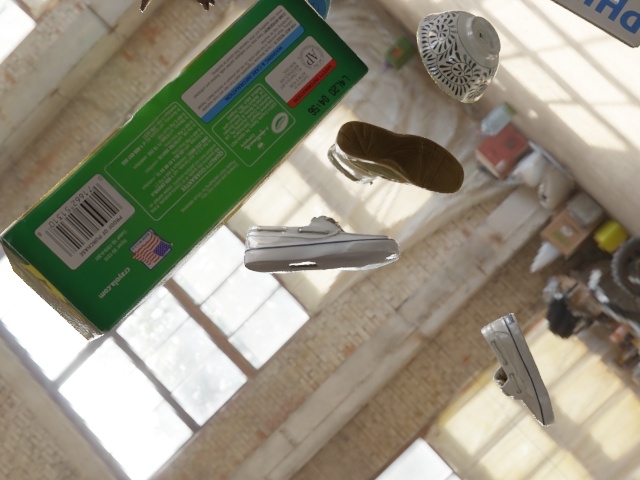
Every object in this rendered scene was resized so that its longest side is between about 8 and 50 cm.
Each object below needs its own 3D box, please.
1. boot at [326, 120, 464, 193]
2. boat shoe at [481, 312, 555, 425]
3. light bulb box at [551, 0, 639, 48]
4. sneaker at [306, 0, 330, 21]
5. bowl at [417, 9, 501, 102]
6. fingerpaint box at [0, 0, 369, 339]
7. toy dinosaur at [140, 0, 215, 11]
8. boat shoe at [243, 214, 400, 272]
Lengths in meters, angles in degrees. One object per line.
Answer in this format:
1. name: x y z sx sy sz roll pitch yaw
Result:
1. boot: 0.143 -0.151 1.788 0.262 0.095 0.203 17 172 -5
2. boat shoe: 0.153 0.105 0.697 0.035 0.035 0.100 -88 -27 -68
3. light bulb box: 0.403 -0.453 1.103 0.225 0.361 0.358 34 -157 8
4. sneaker: -0.093 -0.445 1.872 0.127 0.319 0.208 13 -160 -28
5. bowl: 0.249 -0.325 1.501 0.170 0.080 0.170 18 -120 -34
6. fingerpaint box: -0.185 -0.078 1.160 0.163 0.445 0.371 45 162 -7
7. toy dinosaur: -0.220 -0.458 1.433 0.200 0.295 0.127 -5 -92 -56
8. boat shoe: 0.000 0.000 1.450 0.095 0.258 0.084 69 -160 -69
